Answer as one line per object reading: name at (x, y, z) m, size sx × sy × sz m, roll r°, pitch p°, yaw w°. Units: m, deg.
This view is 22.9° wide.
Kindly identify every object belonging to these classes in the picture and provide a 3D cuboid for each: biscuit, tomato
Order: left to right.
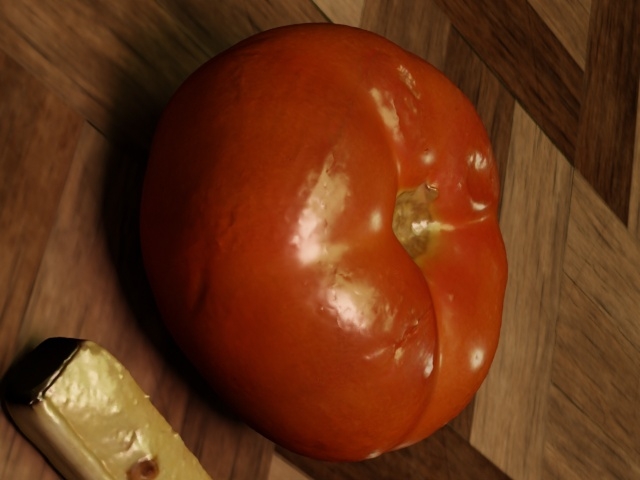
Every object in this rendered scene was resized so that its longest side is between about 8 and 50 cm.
biscuit at (-0.101, 0.132, 0.867) m, size 0.188 × 0.052 × 0.056 m, roll 54°, pitch 53°, yaw -28°
tomato at (-0.001, 0.004, 0.937) m, size 0.260 × 0.180 × 0.259 m, roll 20°, pitch 64°, yaw -48°
